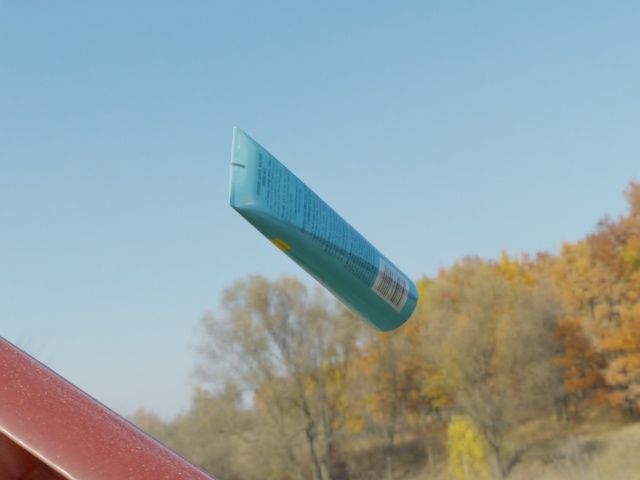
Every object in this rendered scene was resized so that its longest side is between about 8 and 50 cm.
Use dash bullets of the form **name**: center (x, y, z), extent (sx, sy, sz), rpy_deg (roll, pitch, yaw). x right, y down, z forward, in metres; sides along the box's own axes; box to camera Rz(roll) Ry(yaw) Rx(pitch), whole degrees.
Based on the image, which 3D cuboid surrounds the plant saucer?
- **plant saucer**: center (-0.117, 0.156, 0.547), extent (0.258, 0.047, 0.259), rpy_deg (28, -31, 19)

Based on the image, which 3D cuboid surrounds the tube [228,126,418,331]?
- **tube**: center (0.000, 0.000, 0.730), extent (0.052, 0.080, 0.207), rpy_deg (-30, -49, 22)
